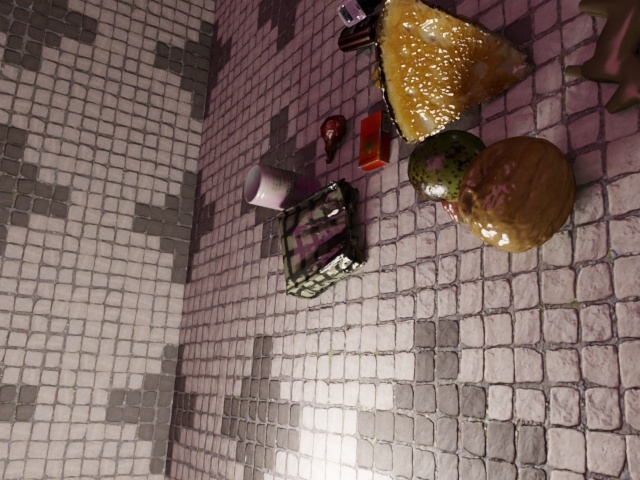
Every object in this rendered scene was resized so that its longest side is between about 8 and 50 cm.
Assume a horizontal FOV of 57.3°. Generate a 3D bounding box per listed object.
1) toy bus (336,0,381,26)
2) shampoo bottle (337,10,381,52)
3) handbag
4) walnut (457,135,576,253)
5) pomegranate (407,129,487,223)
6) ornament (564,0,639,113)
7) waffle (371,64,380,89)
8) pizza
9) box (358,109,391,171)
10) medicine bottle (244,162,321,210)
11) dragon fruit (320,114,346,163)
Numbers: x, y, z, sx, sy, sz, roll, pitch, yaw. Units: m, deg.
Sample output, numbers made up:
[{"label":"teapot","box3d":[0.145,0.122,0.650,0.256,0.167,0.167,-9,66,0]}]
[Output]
[{"label":"toy bus","box3d":[0.132,-0.810,1.999,0.108,0.096,0.199,-24,24,36]},{"label":"shampoo bottle","box3d":[0.167,-0.709,1.975,0.129,0.084,0.323,-49,22,-6]},{"label":"handbag","box3d":[0.000,0.000,1.995,0.327,0.163,0.325,-30,58,41]},{"label":"walnut","box3d":[0.426,-0.104,1.271,0.224,0.257,0.257,-63,-12,-85]},{"label":"pomegranate","box3d":[0.335,-0.156,1.494,0.214,0.214,0.247,20,134,59]},{"label":"ornament","box3d":[0.608,-0.384,1.217,0.245,0.061,0.230,42,117,59]},{"label":"waffle","box3d":[0.262,-0.578,1.858,0.291,0.051,0.291,-22,63,52]},{"label":"pizza","box3d":[0.278,-0.487,1.549,0.435,0.392,0.080,-30,17,44]},{"label":"box","box3d":[0.178,-0.323,1.908,0.112,0.048,0.175,-14,68,55]},{"label":"medicine bottle","box3d":[-0.140,-0.187,2.179,0.152,0.254,0.152,-26,58,52]},{"label":"dragon fruit","box3d":[0.035,-0.371,2.119,0.094,0.094,0.190,59,138,49]}]
